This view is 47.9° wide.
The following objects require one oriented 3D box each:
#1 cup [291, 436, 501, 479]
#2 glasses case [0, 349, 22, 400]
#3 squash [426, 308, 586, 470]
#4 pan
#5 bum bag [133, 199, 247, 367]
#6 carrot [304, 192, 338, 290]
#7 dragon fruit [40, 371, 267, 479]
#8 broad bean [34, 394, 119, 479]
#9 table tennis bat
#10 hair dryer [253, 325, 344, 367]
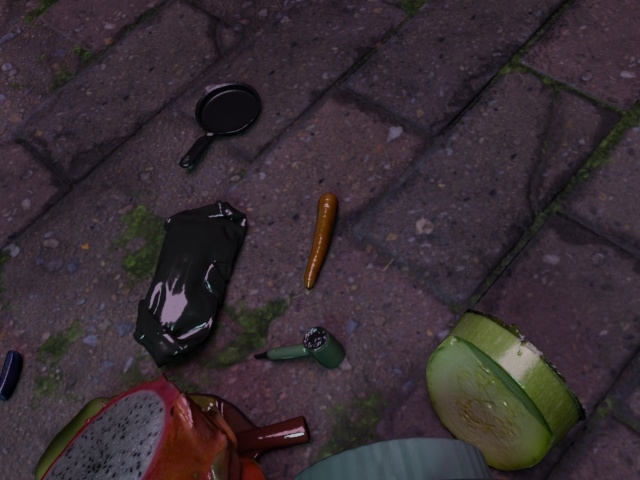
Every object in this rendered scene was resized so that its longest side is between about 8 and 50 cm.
[{"bbox_3d":[0.142,0.436,0.794,0.401,0.310,0.392,-33,48,28],"label":"cup"},{"bbox_3d":[-0.520,0.225,1.211,0.023,0.033,0.083,4,60,0],"label":"glasses case"},{"bbox_3d":[0.243,0.202,0.990,0.133,0.220,0.220,-37,61,-16],"label":"squash"},{"bbox_3d":[-0.209,-0.225,1.430,0.136,0.028,0.235,21,62,21],"label":"pan"},{"bbox_3d":[-0.228,0.066,1.236,0.142,0.080,0.326,11,58,7],"label":"bum bag"},{"bbox_3d":[0.000,0.000,1.257,0.037,0.037,0.190,6,62,13],"label":"carrot"},{"bbox_3d":[-0.211,0.348,0.936,0.305,0.226,0.305,-32,28,20],"label":"dragon fruit"},{"bbox_3d":[-0.357,0.301,1.089,0.174,0.082,0.124,-36,17,9],"label":"broad bean"},{"bbox_3d":[-0.169,0.322,1.096,0.310,0.038,0.200,-15,60,4],"label":"table tennis bat"},{"bbox_3d":[-0.042,0.174,1.150,0.150,0.071,0.047,-9,55,23],"label":"hair dryer"}]
